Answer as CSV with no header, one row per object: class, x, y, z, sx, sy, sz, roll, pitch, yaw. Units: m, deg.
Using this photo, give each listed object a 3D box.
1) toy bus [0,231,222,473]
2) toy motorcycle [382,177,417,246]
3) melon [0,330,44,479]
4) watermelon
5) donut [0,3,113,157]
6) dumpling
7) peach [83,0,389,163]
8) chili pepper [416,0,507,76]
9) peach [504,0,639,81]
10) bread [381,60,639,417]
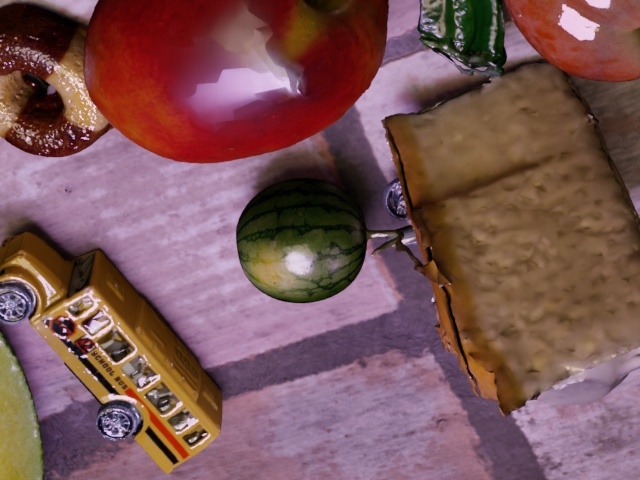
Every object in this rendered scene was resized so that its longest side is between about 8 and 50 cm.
toy bus,-0.254,0.124,1.717,0.123,0.121,0.335,-31,115,14
toy motorcycle,0.167,-0.027,1.597,0.193,0.061,0.124,-9,115,3
melon,-0.506,0.183,1.738,0.331,0.226,0.343,14,111,12
watermelon,0.000,0.000,1.588,0.187,0.141,0.141,0,123,5
donut,-0.305,-0.167,1.561,0.184,0.073,0.166,37,122,-14
dumpling,0.263,0.112,1.627,0.258,0.193,0.147,3,87,-7
peach,-0.094,-0.205,1.444,0.281,0.281,0.338,45,145,-21
chili pepper,0.154,-0.259,1.439,0.108,0.062,0.216,25,129,39
peach,0.268,-0.272,1.363,0.232,0.232,0.232,3,123,5
bread,0.194,-0.020,1.418,0.248,0.315,0.279,-21,99,-1
